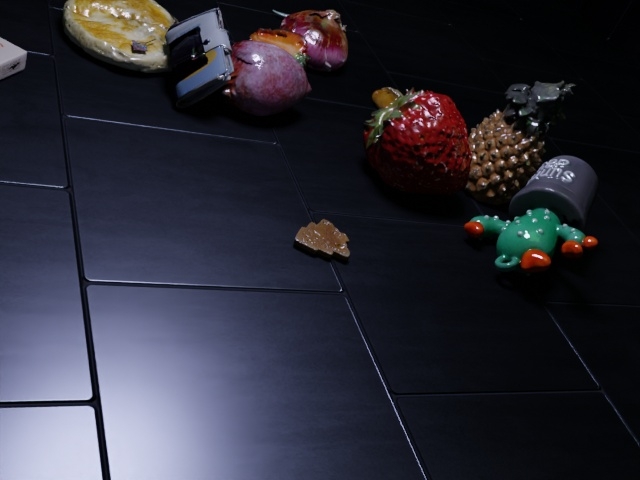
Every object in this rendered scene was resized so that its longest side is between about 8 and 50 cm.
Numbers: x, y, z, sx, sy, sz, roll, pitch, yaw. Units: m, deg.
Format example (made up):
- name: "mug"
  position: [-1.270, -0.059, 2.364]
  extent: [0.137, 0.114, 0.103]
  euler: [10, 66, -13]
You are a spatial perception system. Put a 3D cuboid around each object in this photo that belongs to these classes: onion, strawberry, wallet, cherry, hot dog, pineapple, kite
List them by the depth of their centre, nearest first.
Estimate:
- name: "wallet"
  position: [-0.289, -0.439, 1.859]
  extent: [0.069, 0.170, 0.231]
  euler: [36, 36, -56]
- name: "strawberry"
  position: [0.247, -0.219, 1.894]
  extent: [0.277, 0.257, 0.257]
  euler: [50, 28, -21]
- name: "kite"
  position: [-0.420, -0.469, 1.901]
  extent: [0.078, 0.002, 0.044]
  euler: [-16, 60, -40]
- name: "cherry"
  position: [-0.135, -0.393, 1.934]
  extent: [0.249, 0.175, 0.192]
  euler: [8, 16, -25]
- name: "pineapple"
  position: [0.493, -0.274, 1.988]
  extent: [0.222, 0.357, 0.223]
  euler: [18, 36, -14]
- name: "strawberry"
  position: [-0.107, -0.508, 2.170]
  extent: [0.192, 0.085, 0.140]
  euler: [3, 65, 16]
- name: "hot dog"
  position: [0.205, -0.385, 2.220]
  extent: [0.089, 0.060, 0.140]
  euler: [-6, 48, -30]
- name: "onion"
  position: [-0.006, -0.595, 2.279]
  extent: [0.230, 0.163, 0.230]
  euler: [20, 43, -20]

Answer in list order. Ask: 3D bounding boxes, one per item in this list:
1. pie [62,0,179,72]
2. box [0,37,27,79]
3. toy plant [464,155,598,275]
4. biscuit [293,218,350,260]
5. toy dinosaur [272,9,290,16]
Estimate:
- name: "pie"
  position: [-0.483, -0.525, 1.982]
  extent: [0.339, 0.077, 0.339]
  euler: [16, 43, -15]
- name: "box"
  position: [-0.835, -0.431, 1.665]
  extent: [0.365, 0.051, 0.204]
  euler: [28, 35, 6]
- name: "toy plant"
  position: [0.511, -0.041, 1.856]
  extent: [0.279, 0.185, 0.400]
  euler: [28, 49, 17]
- name: "biscuit"
  position: [0.000, 0.000, 1.627]
  extent: [0.130, 0.019, 0.119]
  euler: [0, 42, -31]
- name: "toy dinosaur"
  position: [-0.049, -0.690, 2.493]
  extent: [0.187, 0.044, 0.106]
  euler: [19, 20, 15]
